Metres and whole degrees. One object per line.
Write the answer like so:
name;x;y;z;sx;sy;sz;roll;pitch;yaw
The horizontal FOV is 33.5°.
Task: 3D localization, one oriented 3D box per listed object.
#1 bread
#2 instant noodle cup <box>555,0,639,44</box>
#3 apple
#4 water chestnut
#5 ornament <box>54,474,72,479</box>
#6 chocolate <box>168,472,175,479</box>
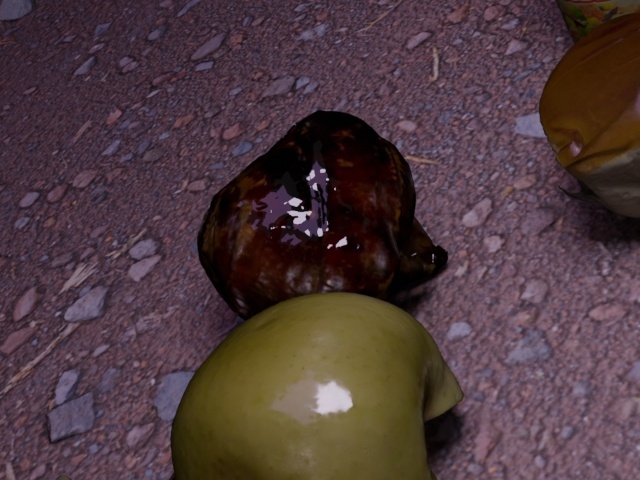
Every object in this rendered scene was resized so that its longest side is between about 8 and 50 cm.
bread;0.385;-0.131;1.129;0.279;0.225;0.250;-15;37;26
instant noodle cup;0.388;-0.352;1.389;0.207;0.233;0.207;-18;36;14
apple;-0.011;0.180;1.013;0.258;0.233;0.295;-7;41;23
water chestnut;0.000;0.000;1.226;0.289;0.244;0.289;-39;4;4
ornament;-0.290;0.394;1.089;0.230;0.061;0.245;-40;44;-11
chocolate;-0.113;0.234;1.193;0.086;0.028;0.182;11;53;45
